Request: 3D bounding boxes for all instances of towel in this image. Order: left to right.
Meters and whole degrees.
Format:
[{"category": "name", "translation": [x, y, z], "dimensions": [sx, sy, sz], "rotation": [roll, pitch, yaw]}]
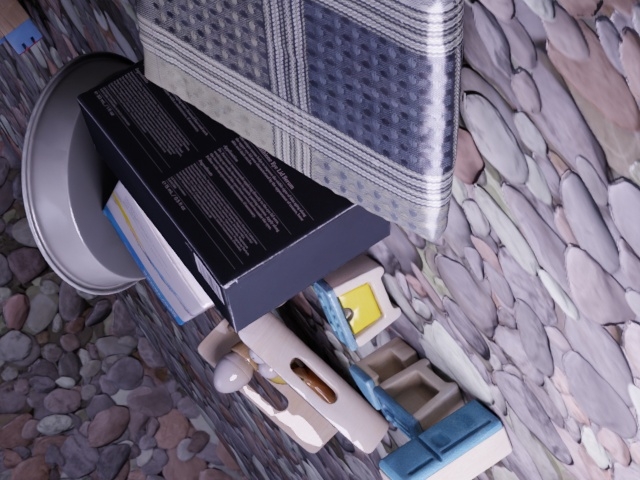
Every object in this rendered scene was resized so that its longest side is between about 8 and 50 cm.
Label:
[{"category": "towel", "translation": [-0.024, -0.175, 1.268], "dimensions": [0.324, 0.056, 0.312], "rotation": [31, 149, 24]}]

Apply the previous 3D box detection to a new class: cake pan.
[{"category": "cake pan", "translation": [-0.239, -0.080, 1.998], "dimensions": [0.054, 0.293, 0.293], "rotation": [1, 130, 33]}]

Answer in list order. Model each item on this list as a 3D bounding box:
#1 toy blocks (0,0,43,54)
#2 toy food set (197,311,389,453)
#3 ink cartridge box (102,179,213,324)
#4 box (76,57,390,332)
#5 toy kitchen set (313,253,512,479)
[{"category": "toy blocks", "translation": [-0.558, -0.403, 2.601], "dimensions": [0.381, 0.191, 0.261], "rotation": [49, 175, 35]}, {"category": "toy food set", "translation": [-0.047, 0.191, 2.115], "dimensions": [0.220, 0.092, 0.306], "rotation": [43, 167, -5]}, {"category": "ink cartridge box", "translation": [-0.117, -0.026, 1.837], "dimensions": [0.168, 0.171, 0.233], "rotation": [58, 167, 0]}, {"category": "box", "translation": [-0.081, -0.072, 1.591], "dimensions": [0.261, 0.184, 0.103], "rotation": [51, 167, 26]}, {"category": "toy kitchen set", "translation": [0.066, 0.137, 1.661], "dimensions": [0.207, 0.122, 0.166], "rotation": [38, 156, 54]}]
